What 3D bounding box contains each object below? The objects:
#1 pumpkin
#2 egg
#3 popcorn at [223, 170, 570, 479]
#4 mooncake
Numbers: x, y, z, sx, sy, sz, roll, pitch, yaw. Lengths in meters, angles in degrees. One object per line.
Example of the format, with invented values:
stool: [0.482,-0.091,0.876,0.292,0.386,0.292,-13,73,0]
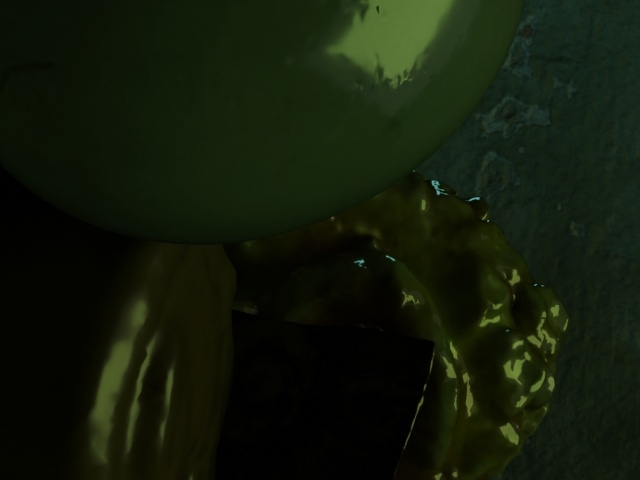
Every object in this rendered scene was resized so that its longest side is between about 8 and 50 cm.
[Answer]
pumpkin: [-0.016,0.121,0.913,0.190,0.280,0.139,32,73,-48]
egg: [-0.028,-0.106,0.637,0.282,0.203,0.203,-24,132,-40]
popcorn: [0.022,0.073,1.191,0.279,0.335,0.274,110,4,-64]
mooncake: [-0.106,0.062,0.738,0.235,0.117,0.235,11,90,-82]
